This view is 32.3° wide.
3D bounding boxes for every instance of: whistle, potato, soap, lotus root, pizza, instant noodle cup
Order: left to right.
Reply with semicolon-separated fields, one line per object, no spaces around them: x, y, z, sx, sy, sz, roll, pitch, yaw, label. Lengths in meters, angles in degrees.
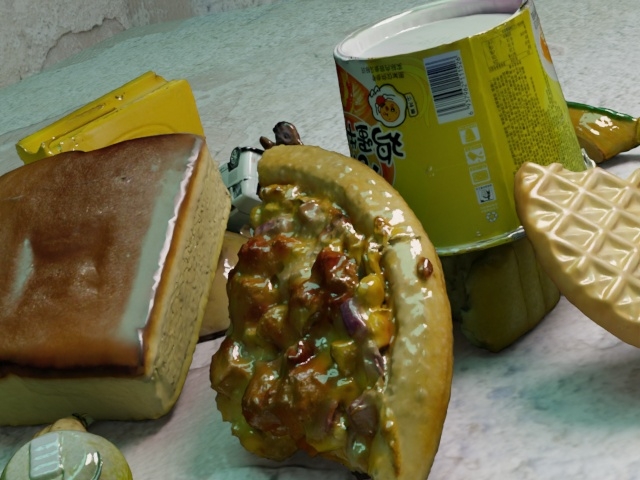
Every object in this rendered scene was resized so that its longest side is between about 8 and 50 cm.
-0.262;0.220;1.094;0.072;0.063;0.152;-37;18;28;lotus root
-0.215;0.255;0.953;0.123;0.123;0.223;-17;42;-1;whistle
-0.335;-0.134;1.840;0.096;0.204;0.324;7;32;40;soap
-0.179;0.035;1.438;0.299;0.116;0.239;0;22;34;potato
-0.002;0.073;1.022;0.278;0.114;0.409;-39;45;30;pizza
0.132;-0.127;1.125;0.264;0.200;0.264;-15;21;6;instant noodle cup

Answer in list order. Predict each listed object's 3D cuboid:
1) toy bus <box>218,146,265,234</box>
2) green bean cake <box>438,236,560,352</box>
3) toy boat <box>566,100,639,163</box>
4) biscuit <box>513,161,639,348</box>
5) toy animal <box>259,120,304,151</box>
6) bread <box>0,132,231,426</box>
-0.117;-0.058;1.520;0.087;0.089;0.194;16;-26;-32;toy bus
0.144;0.015;1.211;0.236;0.124;0.233;2;28;39;green bean cake
0.371;-0.158;1.514;0.088;0.089;0.229;-45;36;-12;toy boat
0.329;0.021;0.981;0.309;0.040;0.204;9;50;-9;biscuit
-0.066;-0.107;1.583;0.089;0.179;0.188;-36;42;-27;toy animal
-0.281;0.049;1.274;0.323;0.143;0.333;-9;49;22;bread
